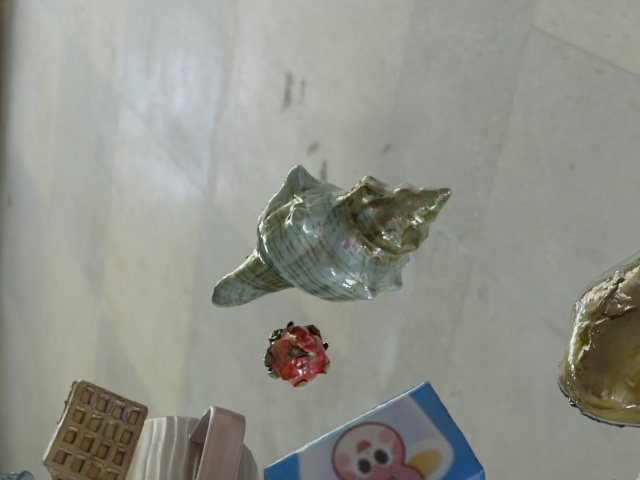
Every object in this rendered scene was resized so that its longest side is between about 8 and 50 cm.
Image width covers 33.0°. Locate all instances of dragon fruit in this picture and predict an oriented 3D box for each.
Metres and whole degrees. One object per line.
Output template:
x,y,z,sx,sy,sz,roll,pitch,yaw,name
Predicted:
-0.037,0.155,1.463,0.116,0.081,0.086,-32,46,58,dragon fruit

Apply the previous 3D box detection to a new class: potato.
0.448,0.094,1.391,0.246,0.299,0.196,-112,9,-56,potato

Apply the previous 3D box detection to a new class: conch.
-0.003,-0.002,1.442,0.169,0.386,0.203,17,-125,-73,conch

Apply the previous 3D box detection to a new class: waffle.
-0.238,0.217,1.123,0.021,0.092,0.135,-44,23,50,waffle

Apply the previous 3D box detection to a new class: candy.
0.039,0.242,0.948,0.100,0.157,0.306,60,167,22,candy

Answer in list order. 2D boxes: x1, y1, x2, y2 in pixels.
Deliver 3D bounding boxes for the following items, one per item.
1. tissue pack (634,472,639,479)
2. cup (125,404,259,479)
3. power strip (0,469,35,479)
0.521,0.324,1.090,0.380,0.207,0.297,135,128,-63,tissue pack
-0.179,0.337,1.238,0.273,0.208,0.288,-88,-6,-58,cup
-0.242,0.267,0.869,0.216,0.137,0.044,31,120,42,power strip
